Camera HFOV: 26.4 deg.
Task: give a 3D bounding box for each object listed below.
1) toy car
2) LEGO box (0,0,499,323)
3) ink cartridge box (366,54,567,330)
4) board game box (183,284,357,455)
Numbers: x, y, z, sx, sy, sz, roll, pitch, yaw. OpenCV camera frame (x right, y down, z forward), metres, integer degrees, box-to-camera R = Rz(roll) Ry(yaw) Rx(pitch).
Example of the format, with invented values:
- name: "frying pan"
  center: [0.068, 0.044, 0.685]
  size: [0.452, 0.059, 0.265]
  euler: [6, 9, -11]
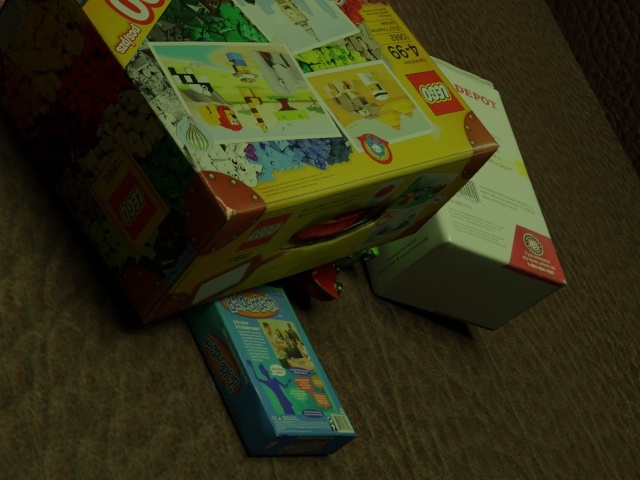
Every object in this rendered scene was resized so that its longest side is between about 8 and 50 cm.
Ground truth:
- name: "toy car"
  center: [0.000, 0.000, 1.861]
  size: [0.225, 0.053, 0.239]
  euler: [15, 43, -54]
- name: "LEGO box"
  center: [-0.085, -0.156, 1.591]
  size: [0.500, 0.193, 0.372]
  euler: [-18, 66, -49]
- name: "ink cartridge box"
  center: [0.185, -0.084, 2.096]
  size: [0.279, 0.160, 0.384]
  euler: [18, 47, -39]
- name: "board game box"
  center: [-0.060, 0.143, 1.547]
  size: [0.160, 0.047, 0.210]
  euler: [13, 44, -54]
